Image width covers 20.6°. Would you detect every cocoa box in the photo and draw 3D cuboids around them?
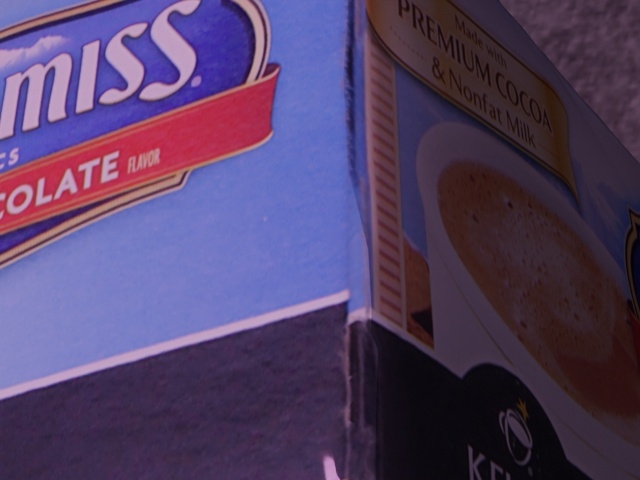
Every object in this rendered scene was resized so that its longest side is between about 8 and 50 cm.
[{"bbox_3d":[0.005,0.106,0.500,0.231,0.347,0.228,-18,53,28],"label":"cocoa box"}]
